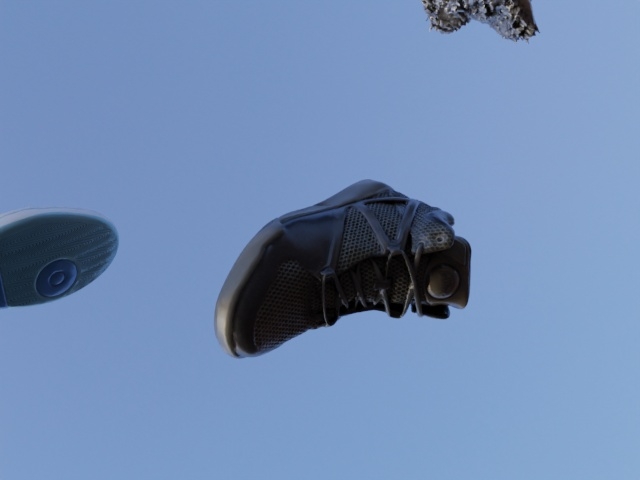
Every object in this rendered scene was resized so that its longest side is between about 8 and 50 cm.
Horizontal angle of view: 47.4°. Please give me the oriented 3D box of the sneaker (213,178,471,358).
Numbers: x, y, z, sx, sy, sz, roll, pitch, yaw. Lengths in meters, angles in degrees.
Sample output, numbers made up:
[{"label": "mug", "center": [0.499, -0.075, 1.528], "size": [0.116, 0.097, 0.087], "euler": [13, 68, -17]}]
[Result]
[{"label": "sneaker", "center": [0.030, 0.025, 0.547], "size": [0.227, 0.130, 0.087], "euler": [-30, -51, -44]}]

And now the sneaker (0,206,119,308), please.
[{"label": "sneaker", "center": [-0.413, -0.010, 0.833], "size": [0.319, 0.208, 0.127], "euler": [-14, -52, -39]}]

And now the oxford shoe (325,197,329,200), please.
[{"label": "oxford shoe", "center": [0.000, 0.000, 0.914], "size": [0.227, 0.083, 0.096], "euler": [-28, -72, -27]}]

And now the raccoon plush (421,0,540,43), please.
[{"label": "raccoon plush", "center": [0.098, -0.381, 0.819], "size": [0.447, 0.216, 0.299], "euler": [-5, -65, -25]}]
